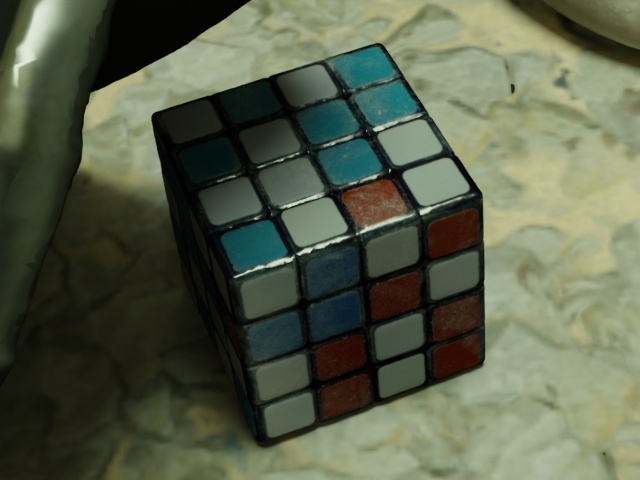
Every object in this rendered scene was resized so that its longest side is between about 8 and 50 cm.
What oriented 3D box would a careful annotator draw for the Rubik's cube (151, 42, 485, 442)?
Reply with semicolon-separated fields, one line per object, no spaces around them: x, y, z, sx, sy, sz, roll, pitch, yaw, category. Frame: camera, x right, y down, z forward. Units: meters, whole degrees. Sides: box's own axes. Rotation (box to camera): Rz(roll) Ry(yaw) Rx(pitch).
0.000;0.000;0.588;0.092;0.092;0.092;-18;47;-11;Rubik's cube

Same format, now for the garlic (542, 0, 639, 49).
0.205;-0.142;0.706;0.318;0.112;0.143;16;46;7;garlic

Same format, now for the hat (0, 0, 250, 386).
-0.183;-0.030;0.515;0.257;0.382;0.366;30;48;-3;hat
